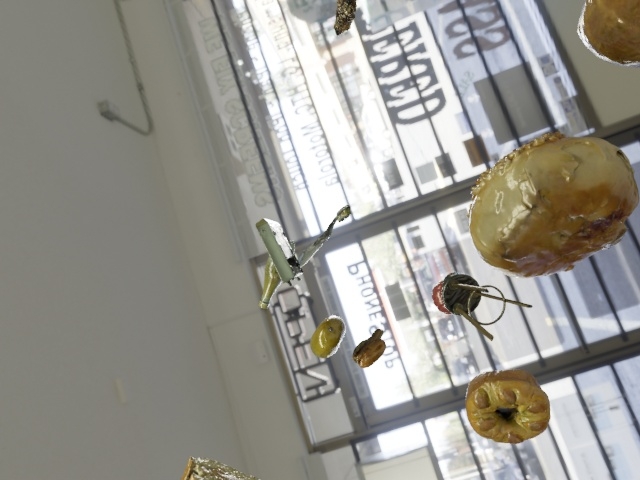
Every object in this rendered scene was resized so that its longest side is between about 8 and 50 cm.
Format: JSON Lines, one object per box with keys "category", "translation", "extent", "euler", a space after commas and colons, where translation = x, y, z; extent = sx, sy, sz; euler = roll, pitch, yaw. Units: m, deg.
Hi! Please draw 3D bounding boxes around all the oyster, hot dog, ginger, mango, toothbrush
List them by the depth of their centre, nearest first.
{"category": "ginger", "translation": [0.582, -0.418, 0.978], "extent": [0.269, 0.200, 0.223], "euler": [-42, -28, -48]}
{"category": "oyster", "translation": [0.062, -0.595, 1.430], "extent": [0.086, 0.029, 0.132], "euler": [40, 151, 39]}
{"category": "hot dog", "translation": [0.161, 0.343, 1.733], "extent": [0.089, 0.140, 0.060], "euler": [22, 140, 54]}
{"category": "mango", "translation": [0.029, 0.305, 1.757], "extent": [0.091, 0.137, 0.237], "euler": [33, -175, 5]}
{"category": "toothbrush", "translation": [0.000, 0.000, 1.810], "extent": [0.413, 0.035, 0.042], "euler": [132, 138, -51]}

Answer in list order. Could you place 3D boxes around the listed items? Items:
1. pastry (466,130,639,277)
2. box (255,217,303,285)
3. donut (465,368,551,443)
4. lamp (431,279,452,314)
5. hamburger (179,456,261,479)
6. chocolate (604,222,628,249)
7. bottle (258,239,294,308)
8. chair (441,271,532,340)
{"category": "pastry", "translation": [0.551, -0.086, 1.335], "extent": [0.410, 0.409, 0.245], "euler": [61, -171, -50]}
{"category": "box", "translation": [-0.116, 0.034, 1.631], "extent": [0.211, 0.045, 0.270], "euler": [64, -177, 4]}
{"category": "donut", "translation": [0.505, 0.450, 1.479], "extent": [0.114, 0.226, 0.227], "euler": [-73, -37, -63]}
{"category": "lamp", "translation": [0.380, 0.167, 1.613], "extent": [0.107, 0.092, 0.108], "euler": [15, -121, -27]}
{"category": "hamburger", "translation": [-0.198, 0.606, 1.203], "extent": [0.283, 0.157, 0.144], "euler": [34, 168, -23]}
{"category": "chocolate", "translation": [0.779, -0.076, 1.573], "extent": [0.214, 0.093, 0.148], "euler": [56, -167, 23]}
{"category": "bottle", "translation": [-0.164, 0.121, 1.955], "extent": [0.083, 0.083, 0.270], "euler": [-82, 11, -73]}
{"category": "chair", "translation": [0.319, 0.129, 1.117], "extent": [0.104, 0.095, 0.221], "euler": [24, -176, -11]}
